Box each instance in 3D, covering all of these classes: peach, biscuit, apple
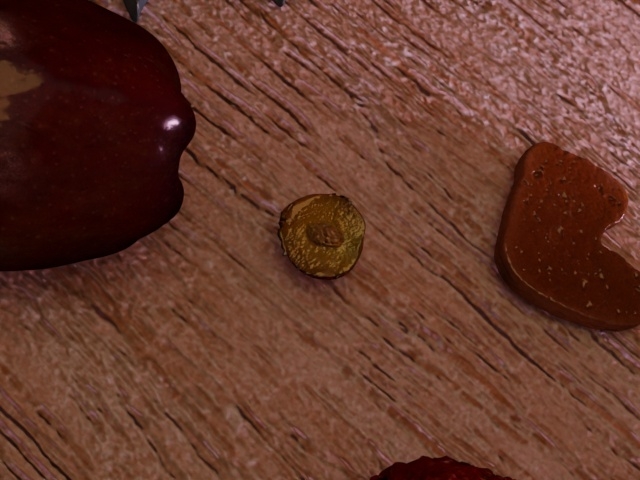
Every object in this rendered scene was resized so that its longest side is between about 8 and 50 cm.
[{"bbox_3d":[0.001,0.001,1.417,0.098,0.061,0.098,-1,71,4],"label":"peach"},{"bbox_3d":[0.286,0.000,1.491,0.186,0.036,0.192,21,64,-6],"label":"biscuit"},{"bbox_3d":[-0.286,-0.109,1.289,0.317,0.288,0.288,8,66,-19],"label":"apple"}]

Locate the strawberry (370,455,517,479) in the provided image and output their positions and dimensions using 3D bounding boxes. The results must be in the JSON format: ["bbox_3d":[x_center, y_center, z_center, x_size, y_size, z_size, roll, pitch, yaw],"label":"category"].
[{"bbox_3d":[0.128,0.327,1.216,0.257,0.261,0.261,15,64,-23],"label":"strawberry"}]

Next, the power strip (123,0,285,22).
[{"bbox_3d":[-0.150,-0.313,1.524,0.216,0.044,0.137,-7,69,-15],"label":"power strip"}]
